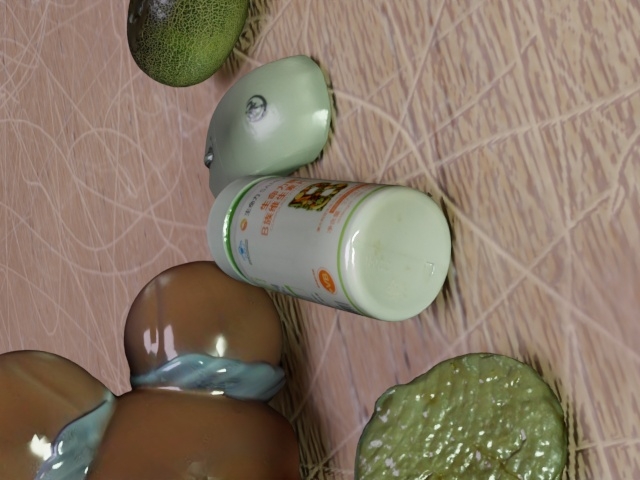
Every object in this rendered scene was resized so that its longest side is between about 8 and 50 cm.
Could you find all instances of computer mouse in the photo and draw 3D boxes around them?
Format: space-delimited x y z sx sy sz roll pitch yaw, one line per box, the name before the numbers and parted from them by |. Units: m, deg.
computer mouse | -0.059 -0.084 0.761 0.182 0.056 0.089 -34 60 52

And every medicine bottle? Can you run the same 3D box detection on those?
medicine bottle | 0.000 0.000 0.648 0.183 0.086 0.086 10 100 55

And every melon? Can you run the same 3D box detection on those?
melon | -0.109 -0.202 0.790 0.099 0.099 0.162 61 139 34

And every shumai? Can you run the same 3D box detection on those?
shumai | 0.084 0.129 0.545 0.099 0.124 0.087 64 -179 26

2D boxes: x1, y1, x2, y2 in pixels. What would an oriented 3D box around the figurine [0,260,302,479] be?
figurine | -0.079 0.205 0.649 0.388 0.276 0.248 34 143 53
